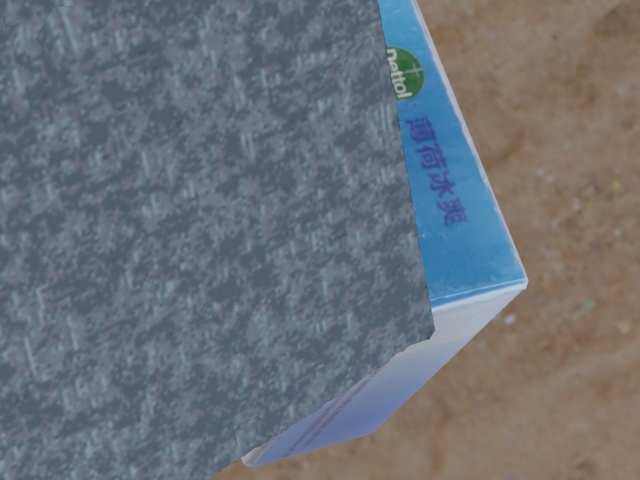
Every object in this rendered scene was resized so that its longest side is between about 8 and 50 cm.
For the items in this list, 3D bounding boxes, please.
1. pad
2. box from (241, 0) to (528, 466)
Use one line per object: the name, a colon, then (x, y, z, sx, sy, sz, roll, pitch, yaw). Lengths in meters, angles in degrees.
pad: (-0.072, 0.014, 0.416, 0.235, 0.003, 0.158, -30, 126, -26)
box: (-0.001, 0.000, 0.765, 0.073, 0.139, 0.194, -13, 162, -23)
